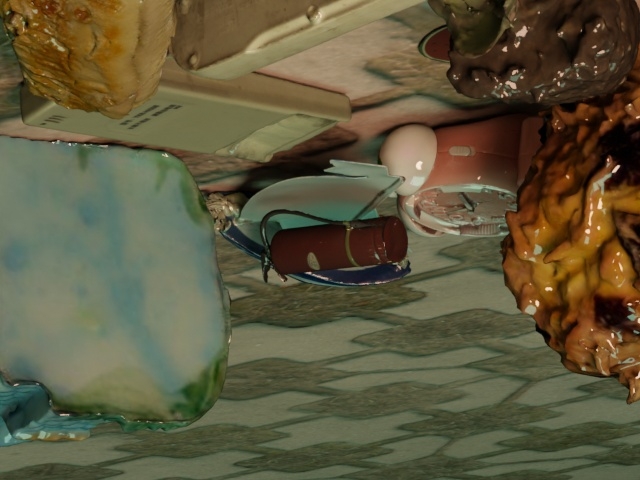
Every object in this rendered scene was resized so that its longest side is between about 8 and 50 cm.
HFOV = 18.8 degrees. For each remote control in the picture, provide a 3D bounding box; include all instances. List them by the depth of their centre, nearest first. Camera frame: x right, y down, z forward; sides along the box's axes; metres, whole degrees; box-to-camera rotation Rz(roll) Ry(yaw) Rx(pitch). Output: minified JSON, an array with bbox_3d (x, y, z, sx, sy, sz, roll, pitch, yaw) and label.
[{"bbox_3d":[-0.107,-0.114,1.631,0.285,0.038,0.123,6,158,-42],"label":"remote control"}]

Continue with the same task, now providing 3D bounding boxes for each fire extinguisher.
[{"bbox_3d":[0.000,0.000,1.780,0.157,0.078,0.045,-6,-150,34],"label":"fire extinguisher"}]

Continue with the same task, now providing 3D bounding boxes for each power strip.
[{"bbox_3d":[-0.003,-0.183,1.395,0.286,0.080,0.048,-20,160,34],"label":"power strip"}]

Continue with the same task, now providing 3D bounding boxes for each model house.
[{"bbox_3d":[-0.240,0.072,1.760,0.226,0.261,0.241,5,157,-33],"label":"model house"}]

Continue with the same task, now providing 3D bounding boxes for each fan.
[{"bbox_3d":[0.148,-0.170,1.613,0.133,0.005,0.085,-11,161,11],"label":"fan"}]

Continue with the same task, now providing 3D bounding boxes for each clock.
[{"bbox_3d":[0.139,-0.063,1.814,0.162,0.092,0.166,-3,158,12],"label":"clock"}]

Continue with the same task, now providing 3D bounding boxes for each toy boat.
[{"bbox_3d":[0.006,-0.019,1.818,0.220,0.067,0.291,17,164,-11],"label":"toy boat"}]

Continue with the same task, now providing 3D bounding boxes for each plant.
[{"bbox_3d":[0.155,-0.172,1.427,0.131,0.142,0.203,-8,173,31],"label":"plant"}]

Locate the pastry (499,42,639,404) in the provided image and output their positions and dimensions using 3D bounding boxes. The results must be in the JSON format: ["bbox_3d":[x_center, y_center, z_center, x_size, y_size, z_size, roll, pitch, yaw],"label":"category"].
[{"bbox_3d":[0.318,-0.020,1.627,0.405,0.292,0.337,-28,162,-42],"label":"pastry"}]

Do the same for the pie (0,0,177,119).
[{"bbox_3d":[-0.163,-0.173,1.359,0.129,0.068,0.282,14,158,0],"label":"pie"}]
